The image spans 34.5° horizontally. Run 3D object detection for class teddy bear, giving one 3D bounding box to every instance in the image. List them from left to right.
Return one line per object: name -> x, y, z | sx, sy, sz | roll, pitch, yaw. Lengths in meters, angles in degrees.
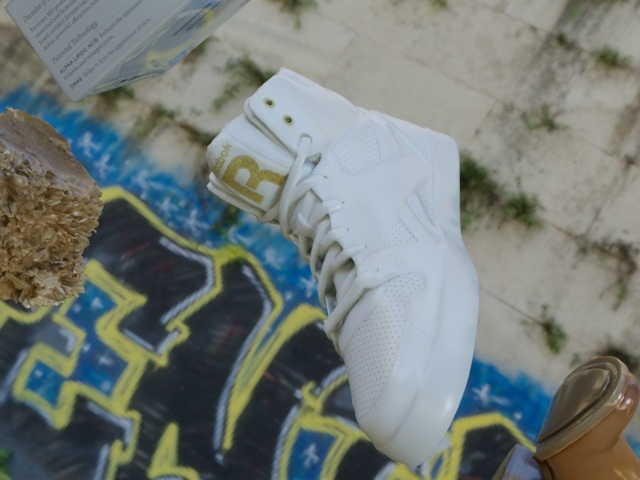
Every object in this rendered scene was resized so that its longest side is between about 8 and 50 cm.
teddy bear -> -0.287, -0.048, 0.629 | 0.245, 0.113, 0.338 | 48, 14, 15

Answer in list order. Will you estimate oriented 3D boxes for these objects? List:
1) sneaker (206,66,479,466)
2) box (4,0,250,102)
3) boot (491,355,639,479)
sneaker -> 0.000, 0.000, 0.633 | 0.169, 0.108, 0.292 | 23, 33, -14
box -> -0.177, -0.247, 1.029 | 0.119, 0.182, 0.181 | 55, 27, -2
boot -> 0.214, 0.167, 0.703 | 0.152, 0.073, 0.197 | 29, -37, 7
